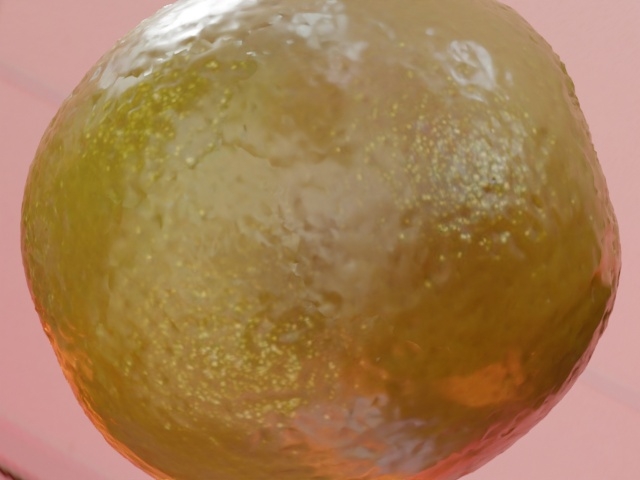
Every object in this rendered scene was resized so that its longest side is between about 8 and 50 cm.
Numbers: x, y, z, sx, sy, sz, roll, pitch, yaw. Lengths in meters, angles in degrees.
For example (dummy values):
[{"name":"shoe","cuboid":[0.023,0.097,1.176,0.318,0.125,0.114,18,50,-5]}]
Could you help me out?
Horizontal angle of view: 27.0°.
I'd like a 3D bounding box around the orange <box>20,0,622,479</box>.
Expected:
[{"name":"orange","cuboid":[0.000,0.000,0.532,0.236,0.236,0.236,9,-67,22]}]
